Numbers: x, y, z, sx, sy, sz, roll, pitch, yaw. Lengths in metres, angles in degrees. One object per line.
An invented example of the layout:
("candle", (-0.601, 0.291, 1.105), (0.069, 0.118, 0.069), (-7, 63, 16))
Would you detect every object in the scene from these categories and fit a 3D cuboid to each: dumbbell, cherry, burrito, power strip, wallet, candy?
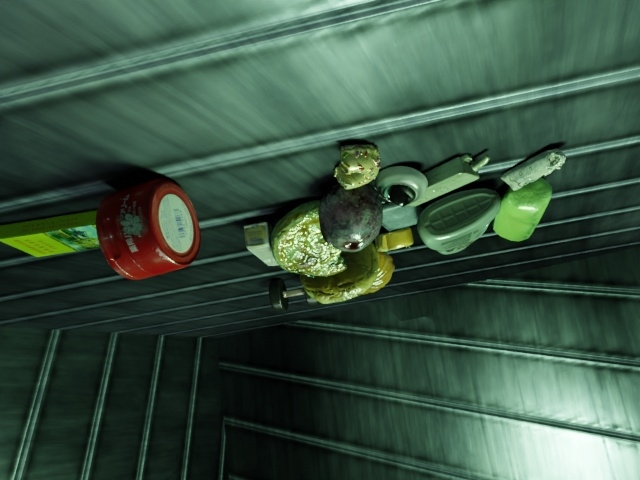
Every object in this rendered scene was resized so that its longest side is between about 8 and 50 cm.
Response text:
("dumbbell", (-0.114, 0.237, 2.406), (0.218, 0.152, 0.152), (-11, 164, 9))
("cherry", (0.083, -0.064, 1.432), (0.195, 0.195, 0.195), (-8, 164, -2))
("burrito", (0.585, -0.195, 1.465), (0.064, 0.064, 0.203), (0, 162, -26))
("power strip", (0.332, -0.166, 1.448), (0.093, 0.053, 0.288), (7, 159, -41))
("wallet", (0.261, -0.085, 1.720), (0.167, 0.036, 0.222), (-15, 161, 26))
("candy", (0.648, -0.099, 1.725), (0.142, 0.132, 0.343), (32, 172, 18))

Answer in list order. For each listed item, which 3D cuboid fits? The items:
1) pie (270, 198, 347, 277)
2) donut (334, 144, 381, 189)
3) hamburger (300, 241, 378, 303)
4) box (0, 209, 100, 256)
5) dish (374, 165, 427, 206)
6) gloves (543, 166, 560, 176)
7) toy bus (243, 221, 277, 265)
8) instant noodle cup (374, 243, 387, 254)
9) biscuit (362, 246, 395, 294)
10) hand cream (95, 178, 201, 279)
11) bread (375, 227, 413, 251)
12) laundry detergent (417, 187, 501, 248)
("pie", (-0.007, -0.002, 1.600), (0.303, 0.067, 0.302), (-11, 133, -12))
("donut", (0.093, -0.175, 1.273), (0.108, 0.065, 0.166), (-7, 164, -5))
("hamburger", (0.060, 0.082, 1.792), (0.266, 0.284, 0.134), (-14, 146, 15))
("box", (-0.663, -0.021, 1.452), (0.335, 0.047, 0.187), (-9, 163, 0))
("dish", (0.210, -0.123, 1.403), (0.141, 0.078, 0.141), (8, 150, 5))
("gloves", (0.648, -0.205, 1.494), (0.081, 0.037, 0.044), (-29, -165, 14))
("toy bus", (-0.168, 0.012, 1.703), (0.092, 0.106, 0.268), (-9, 164, 8))
("instant noodle cup", (0.189, 0.073, 2.159), (0.157, 0.070, 0.179), (5, 158, -42))
("biscuit", (0.124, 0.118, 2.059), (0.326, 0.107, 0.325), (5, 146, 4))
("hand cream", (-0.398, -0.027, 1.254), (0.149, 0.230, 0.230), (-13, 163, 15))
("bread", (0.257, 0.002, 1.882), (0.122, 0.073, 0.149), (-13, -179, -17))
("laundry detergent", (0.456, -0.041, 1.754), (0.264, 0.124, 0.398), (-25, 162, 6))
